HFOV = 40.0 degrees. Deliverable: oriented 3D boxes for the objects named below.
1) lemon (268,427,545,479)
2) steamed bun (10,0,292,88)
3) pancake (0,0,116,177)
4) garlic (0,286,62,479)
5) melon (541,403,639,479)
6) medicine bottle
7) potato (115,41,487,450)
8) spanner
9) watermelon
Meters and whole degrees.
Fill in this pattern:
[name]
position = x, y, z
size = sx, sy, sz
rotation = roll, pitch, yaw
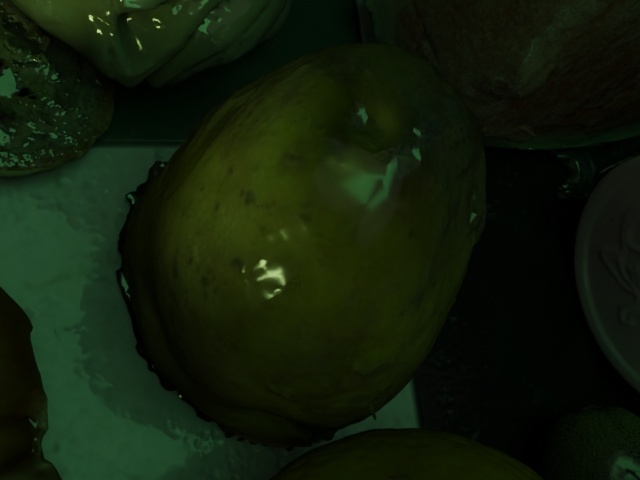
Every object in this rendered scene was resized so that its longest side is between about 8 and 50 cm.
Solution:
[lemon]
position = 0.052, 0.218, 0.495
size = 0.253, 0.228, 0.228
rotation = 4, 73, -55
[steamed bun]
position = -0.105, -0.218, 0.565
size = 0.218, 0.144, 0.211
rotation = 44, 52, -7
[pancake]
position = -0.210, -0.109, 0.568
size = 0.158, 0.028, 0.158
rotation = 8, 71, -23
[garlic]
position = -0.246, 0.090, 0.442
size = 0.228, 0.110, 0.217
rotation = 12, 55, -57
[melon]
position = 0.218, 0.201, 0.645
size = 0.099, 0.099, 0.162
rotation = -13, 85, -27
[medicine bottle]
position = 0.394, 0.003, 0.712
size = 0.326, 0.212, 0.212
rotation = -15, 83, -27
[potato]
position = 0.000, 0.000, 0.508
size = 0.229, 0.266, 0.229
rotation = 5, 74, -19
[spanner]
position = 0.300, -0.095, 0.802
size = 0.255, 0.015, 0.054
rotation = -24, 88, -28
[watermelon]
position = 0.175, -0.228, 0.655
size = 0.283, 0.292, 0.250
rotation = -19, 63, -15
